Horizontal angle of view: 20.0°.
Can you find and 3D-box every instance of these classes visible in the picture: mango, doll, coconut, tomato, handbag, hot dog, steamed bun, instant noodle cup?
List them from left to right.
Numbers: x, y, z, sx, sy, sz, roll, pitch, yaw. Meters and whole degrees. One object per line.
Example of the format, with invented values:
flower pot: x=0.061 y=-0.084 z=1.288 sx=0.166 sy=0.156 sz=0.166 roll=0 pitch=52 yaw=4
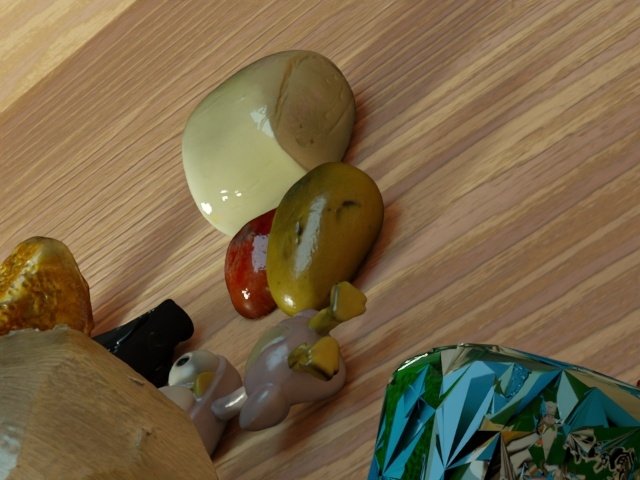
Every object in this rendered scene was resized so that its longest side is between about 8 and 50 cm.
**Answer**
hot dog: x=-0.398 y=0.130 z=2.458 sx=0.257 sy=0.153 sz=0.150 roll=-54 pitch=27 yaw=-10
coconut: x=-0.271 y=0.258 z=1.728 sx=0.346 sy=0.360 sz=0.346 roll=-41 pitch=22 yaw=21
handbag: x=-0.293 y=0.186 z=2.233 sx=0.275 sy=0.088 sz=0.244 roll=-27 pitch=16 yaw=47
doll: x=-0.086 y=0.156 z=1.912 sx=0.365 sy=0.094 sz=0.160 roll=-25 pitch=28 yaw=43
tomato: x=-0.065 y=0.015 z=2.141 sx=0.155 sy=0.069 sz=0.155 roll=-39 pitch=24 yaw=22
steamed bun: x=-0.066 y=-0.138 z=2.285 sx=0.200 sy=0.155 sz=0.250 roll=-34 pitch=29 yaw=32
mango: x=0.000 y=0.000 z=2.012 sx=0.137 sy=0.098 sz=0.195 roll=-22 pitch=38 yaw=41
instant noodle cup: x=0.130 y=0.206 z=1.277 sx=0.240 sy=0.240 sz=0.178 roll=-21 pitch=41 yaw=48

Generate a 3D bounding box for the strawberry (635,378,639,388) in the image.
strawberry: x=0.286 y=0.110 z=1.364 sx=0.104 sy=0.048 sz=0.152 roll=-57 pitch=6 yaw=-4
